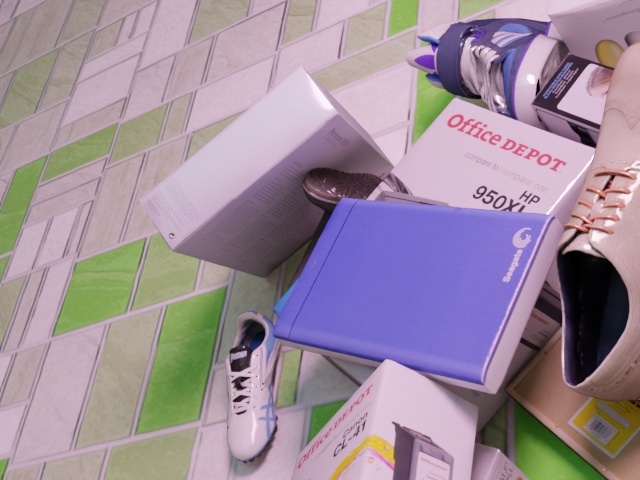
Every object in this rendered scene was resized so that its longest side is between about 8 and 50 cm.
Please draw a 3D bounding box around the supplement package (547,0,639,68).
[{"bbox_3d":[0.439,-0.311,1.383,0.194,0.203,0.149,-13,49,35],"label":"supplement package"}]

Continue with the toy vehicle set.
[{"bbox_3d":[0.348,0.183,1.152,0.166,0.035,0.267,-46,38,-2],"label":"toy vehicle set"}]

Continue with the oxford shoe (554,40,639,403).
[{"bbox_3d":[0.326,-0.025,1.074,0.140,0.146,0.397,-3,83,54],"label":"oxford shoe"}]

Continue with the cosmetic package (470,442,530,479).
[{"bbox_3d":[0.152,0.350,1.130,0.060,0.099,0.239,7,62,43],"label":"cosmetic package"}]

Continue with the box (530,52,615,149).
[{"bbox_3d":[0.412,-0.110,1.240,0.087,0.169,0.290,-52,44,-4],"label":"box"}]

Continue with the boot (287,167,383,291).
[{"bbox_3d":[0.001,0.001,1.466,0.076,0.189,0.208,51,118,31],"label":"boot"}]

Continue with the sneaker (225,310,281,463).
[{"bbox_3d":[-0.108,0.210,1.501,0.085,0.086,0.237,-20,46,26],"label":"sneaker"}]

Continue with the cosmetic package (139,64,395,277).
[{"bbox_3d":[-0.058,-0.082,1.504,0.284,0.377,0.097,-37,75,8],"label":"cosmetic package"}]

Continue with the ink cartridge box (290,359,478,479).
[{"bbox_3d":[0.042,0.312,1.072,0.226,0.131,0.306,-53,13,37],"label":"ink cartridge box"}]

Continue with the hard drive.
[{"bbox_3d":[0.106,0.052,1.216,0.318,0.040,0.210,7,62,44],"label":"hard drive"}]

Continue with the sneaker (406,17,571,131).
[{"bbox_3d":[0.227,-0.237,1.470,0.236,0.130,0.323,1,26,21],"label":"sneaker"}]

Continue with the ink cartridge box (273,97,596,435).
[{"bbox_3d":[0.174,0.035,1.337,0.395,0.166,0.285,-49,39,-6],"label":"ink cartridge box"}]
